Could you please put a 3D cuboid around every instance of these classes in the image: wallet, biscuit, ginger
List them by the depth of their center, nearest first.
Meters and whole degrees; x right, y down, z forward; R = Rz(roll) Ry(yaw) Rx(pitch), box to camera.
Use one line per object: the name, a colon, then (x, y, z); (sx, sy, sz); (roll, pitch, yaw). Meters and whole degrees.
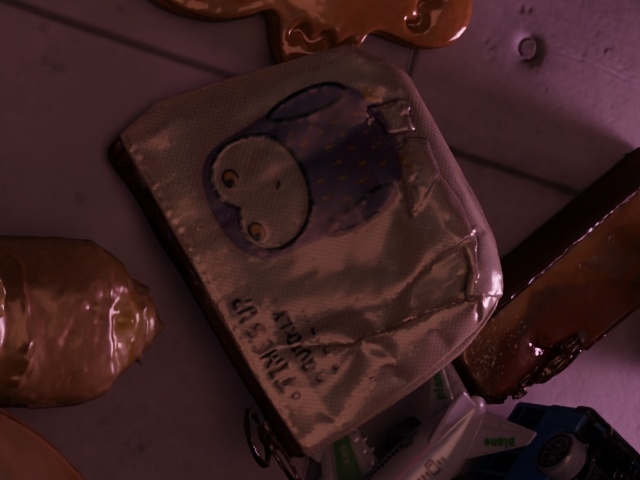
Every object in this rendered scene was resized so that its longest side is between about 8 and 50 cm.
ginger: (-0.248, 0.063, 1.505); (0.267, 0.152, 0.138); (4, 91, -44)
wallet: (-0.002, 0.001, 1.611); (0.275, 0.068, 0.335); (-28, 87, -12)
biscuit: (-0.019, -0.280, 1.654); (0.355, 0.052, 0.275); (13, 85, -25)

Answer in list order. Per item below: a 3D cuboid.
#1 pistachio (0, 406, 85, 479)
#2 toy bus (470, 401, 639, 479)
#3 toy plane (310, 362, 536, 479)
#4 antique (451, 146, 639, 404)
pistachio: (-0.273, 0.216, 1.466); (0.213, 0.163, 0.260); (-19, 119, -10)
toy bus: (0.178, 0.265, 1.701); (0.116, 0.133, 0.234); (44, 69, -27)
toy plane: (0.061, 0.222, 1.653); (0.255, 0.101, 0.251); (-48, 65, 4)
antique: (0.228, 0.035, 1.749); (0.310, 0.087, 0.093); (-38, 106, -20)
